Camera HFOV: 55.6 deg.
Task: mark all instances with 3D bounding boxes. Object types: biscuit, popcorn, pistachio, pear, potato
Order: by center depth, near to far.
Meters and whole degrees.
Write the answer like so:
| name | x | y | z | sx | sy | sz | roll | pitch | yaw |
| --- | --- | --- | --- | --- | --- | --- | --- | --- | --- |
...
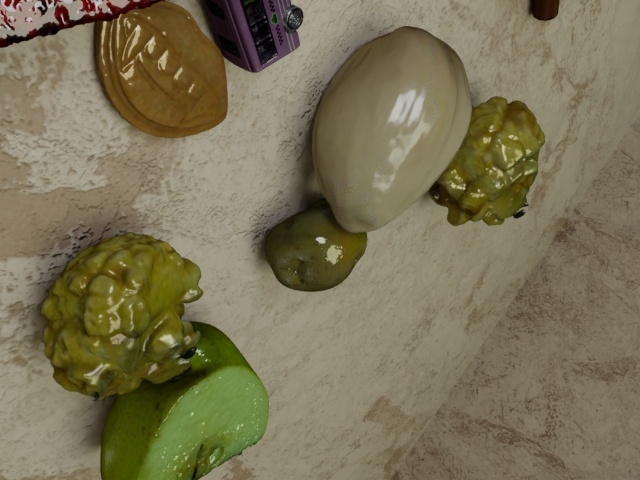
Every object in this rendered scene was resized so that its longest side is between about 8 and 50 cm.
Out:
| name | x | y | z | sx | sy | sz | roll | pitch | yaw |
| --- | --- | --- | --- | --- | --- | --- | --- | --- | --- |
| biscuit | -0.181 | -0.194 | 0.709 | 0.142 | 0.029 | 0.220 | -51 | 147 | -7 |
| popcorn | -0.240 | 0.095 | 0.758 | 0.189 | 0.169 | 0.218 | 0 | 124 | -51 |
| pear | -0.219 | 0.246 | 0.933 | 0.292 | 0.159 | 0.292 | -36 | 142 | -34 |
| pistachio | 0.103 | -0.167 | 0.936 | 0.331 | 0.226 | 0.208 | -63 | -172 | -3 |
| potato | 0.000 | 0.000 | 1.023 | 0.194 | 0.157 | 0.157 | -55 | 156 | -47 |
| popcorn | 0.342 | -0.155 | 1.254 | 0.252 | 0.215 | 0.286 | -49 | 151 | -21 |

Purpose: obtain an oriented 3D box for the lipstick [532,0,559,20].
| name | x | y | z | sx | sy | sz | roll | pitch | yaw |
| --- | --- | --- | --- | --- | --- | --- | --- | --- | --- |
| lipstick | 0.436 | -0.579 | 1.141 | 0.057 | 0.057 | 0.356 | -43 | 145 | -19 |

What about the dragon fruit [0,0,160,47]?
| name | x | y | z | sx | sy | sz | roll | pitch | yaw |
| --- | --- | --- | --- | --- | --- | --- | --- | --- | --- |
| dragon fruit | -0.230 | -0.282 | 0.483 | 0.317 | 0.152 | 0.204 | -27 | 126 | -27 |

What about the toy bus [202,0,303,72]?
| name | x | y | z | sx | sy | sz | roll | pitch | yaw |
| --- | --- | --- | --- | --- | --- | --- | --- | --- | --- |
| toy bus | -0.089 | -0.288 | 0.692 | 0.098 | 0.087 | 0.178 | -41 | 145 | -18 |
